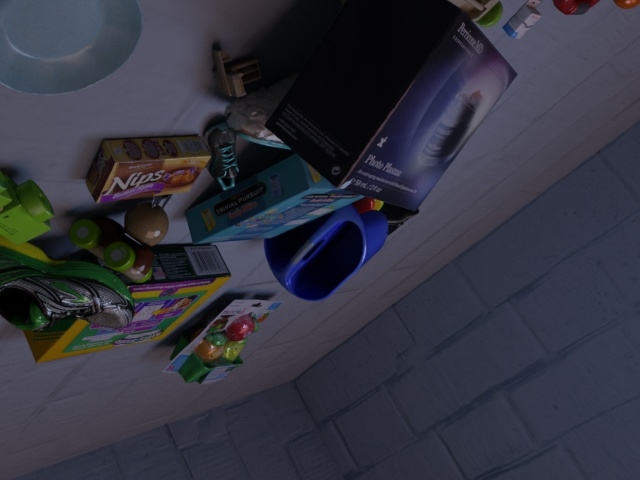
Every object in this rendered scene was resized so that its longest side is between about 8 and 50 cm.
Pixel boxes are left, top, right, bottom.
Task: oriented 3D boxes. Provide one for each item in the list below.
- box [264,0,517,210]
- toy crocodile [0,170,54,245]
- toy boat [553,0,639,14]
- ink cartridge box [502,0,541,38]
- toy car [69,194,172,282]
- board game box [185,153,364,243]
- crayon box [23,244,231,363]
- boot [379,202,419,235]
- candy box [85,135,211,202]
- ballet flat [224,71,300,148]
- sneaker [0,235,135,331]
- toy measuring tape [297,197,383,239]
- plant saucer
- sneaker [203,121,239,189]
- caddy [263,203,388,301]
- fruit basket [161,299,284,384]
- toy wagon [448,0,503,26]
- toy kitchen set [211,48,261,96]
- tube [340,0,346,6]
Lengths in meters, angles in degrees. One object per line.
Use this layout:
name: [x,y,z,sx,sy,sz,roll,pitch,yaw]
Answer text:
box: [0.123,-0.224,1.012,0.294,0.183,0.296,-55,153,16]
toy crocodile: [-0.483,-0.069,0.908,0.115,0.105,0.340,-30,167,-5]
toy boat: [0.586,-0.526,1.273,0.151,0.151,0.231,-17,157,-37]
ink cartridge box: [0.439,-0.475,1.373,0.048,0.028,0.083,-12,153,-46]
toy car: [-0.349,-0.033,1.209,0.188,0.149,0.155,-56,174,-11]
board game box: [-0.079,-0.085,1.362,0.336,0.079,0.254,-23,170,35]
crayon box: [-0.441,0.140,1.489,0.313,0.106,0.363,-40,159,29]
boot: [0.183,-0.052,1.997,0.236,0.085,0.178,-10,155,-48]
candy box: [-0.295,-0.125,1.106,0.187,0.053,0.109,-14,155,-45]
ballet flat: [-0.020,-0.239,1.172,0.147,0.147,0.409,-40,163,27]
sneaker: [-0.483,0.109,1.142,0.134,0.146,0.344,-33,144,25]
toy measuring tape: [0.073,-0.084,1.677,0.121,0.121,0.330,-9,151,-49]
plant saucer: [-0.311,-0.254,0.766,0.195,0.037,0.195,-28,162,-10]
sneaker: [-0.174,-0.154,1.182,0.065,0.076,0.166,-25,161,-21]
caddy: [0.000,0.000,1.576,0.179,0.241,0.341,-32,168,-48]
fruit basket: [-0.303,0.321,2.096,0.353,0.165,0.327,-39,160,15]
toy wagon: [0.305,-0.490,1.065,0.344,0.068,0.267,-42,159,29]
toy kitchen set: [-0.121,-0.269,0.986,0.075,0.083,0.068,-24,119,-20]
tube: [0.053,-0.392,0.947,0.070,0.062,0.240,1,174,16]
